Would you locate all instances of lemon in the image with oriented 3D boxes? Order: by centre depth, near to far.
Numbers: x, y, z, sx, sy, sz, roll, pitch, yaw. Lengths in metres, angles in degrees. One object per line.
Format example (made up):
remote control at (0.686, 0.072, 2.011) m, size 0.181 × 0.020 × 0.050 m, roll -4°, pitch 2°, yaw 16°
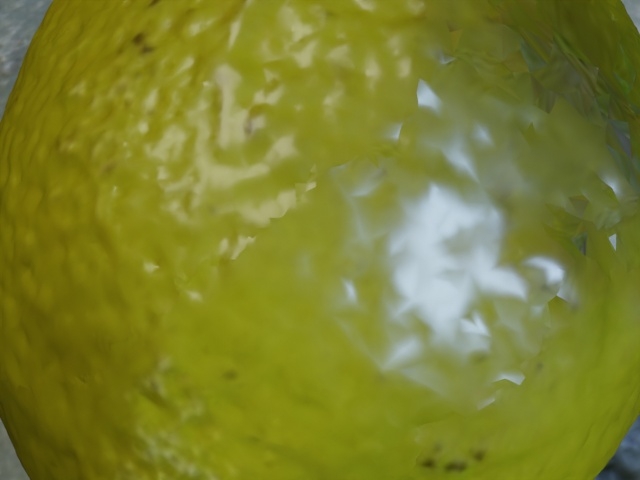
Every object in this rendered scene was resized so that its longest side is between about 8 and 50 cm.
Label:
lemon at (0.000, 0.000, 0.616) m, size 0.268 × 0.268 × 0.322 m, roll -10°, pitch 40°, yaw 18°
